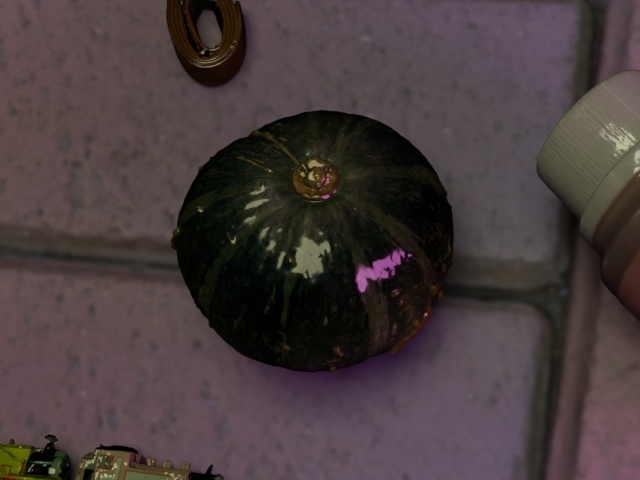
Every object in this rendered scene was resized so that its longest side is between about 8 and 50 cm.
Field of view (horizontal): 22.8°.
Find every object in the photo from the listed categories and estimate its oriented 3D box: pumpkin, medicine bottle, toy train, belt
[{"bbox_3d":[-0.001,0.000,1.078,0.190,0.146,0.190,-5,66,11],"label":"pumpkin"},{"bbox_3d":[0.257,0.005,1.021,0.147,0.147,0.247,-41,66,-5],"label":"medicine bottle"},{"bbox_3d":[-0.181,0.177,1.102,0.250,0.053,0.085,6,65,15],"label":"toy train"},{"bbox_3d":[-0.086,-0.162,1.223,0.059,0.036,0.083,-17,66,-1],"label":"belt"}]
